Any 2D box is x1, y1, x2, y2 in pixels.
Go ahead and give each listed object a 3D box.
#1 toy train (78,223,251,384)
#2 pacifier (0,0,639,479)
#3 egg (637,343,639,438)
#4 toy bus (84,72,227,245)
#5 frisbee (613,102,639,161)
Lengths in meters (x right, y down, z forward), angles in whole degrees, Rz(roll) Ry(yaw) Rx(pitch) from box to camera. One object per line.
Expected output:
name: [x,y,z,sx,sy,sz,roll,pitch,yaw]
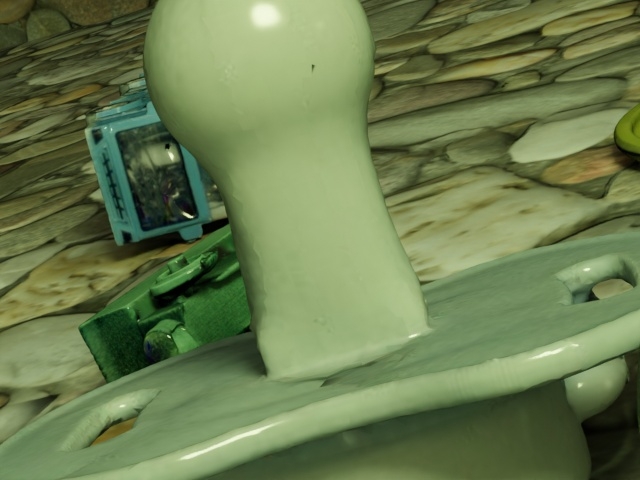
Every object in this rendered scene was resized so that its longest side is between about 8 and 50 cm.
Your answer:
toy train: [-0.057,0.031,0.977,0.099,0.070,0.172,-21,9,35]
pacifier: [0.000,0.000,0.673,0.299,0.233,0.244,-16,11,6]
egg: [0.165,0.039,0.444,0.168,0.168,0.231,-14,19,18]
toy bus: [-0.097,-0.083,1.387,0.131,0.106,0.297,-13,13,7]
frisbee: [0.296,-0.091,1.087,0.236,0.017,0.236,-17,13,4]
